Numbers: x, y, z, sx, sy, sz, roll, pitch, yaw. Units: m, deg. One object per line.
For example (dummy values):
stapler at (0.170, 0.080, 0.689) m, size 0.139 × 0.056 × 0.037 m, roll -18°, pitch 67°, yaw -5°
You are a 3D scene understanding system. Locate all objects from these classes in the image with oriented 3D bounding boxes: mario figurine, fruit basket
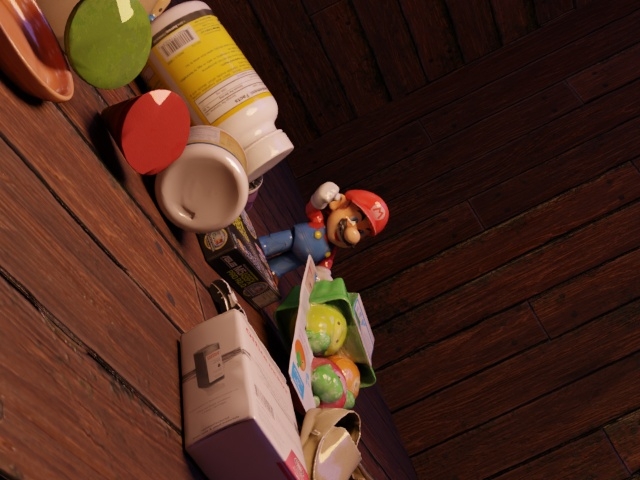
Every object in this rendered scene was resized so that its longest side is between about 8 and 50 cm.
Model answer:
mario figurine at (0.000, 0.000, 1.918) m, size 0.170 × 0.321 × 0.198 m, roll 65°, pitch 5°, yaw 24°
fruit basket at (0.017, 0.249, 1.697) m, size 0.353 × 0.166 × 0.327 m, roll -92°, pitch 165°, yaw -58°

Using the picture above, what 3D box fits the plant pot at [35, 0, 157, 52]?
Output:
plant pot at (-0.333, -0.425, 1.320) m, size 0.284 × 0.191 × 0.284 m, roll 63°, pitch 5°, yaw -10°

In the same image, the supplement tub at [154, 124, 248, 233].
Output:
supplement tub at (-0.190, -0.106, 1.447) m, size 0.144 × 0.144 × 0.199 m, roll 62°, pitch 4°, yaw -20°

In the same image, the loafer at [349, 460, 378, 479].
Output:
loafer at (0.074, 0.479, 1.817) m, size 0.148 × 0.050 × 0.056 m, roll 49°, pitch -2°, yaw 10°

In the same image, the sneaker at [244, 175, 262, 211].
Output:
sneaker at (-0.232, -0.172, 1.871) m, size 0.283 × 0.107 × 0.124 m, roll 56°, pitch -30°, yaw 23°

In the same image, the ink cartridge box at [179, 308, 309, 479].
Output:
ink cartridge box at (-0.094, 0.211, 1.081) m, size 0.158 × 0.092 × 0.218 m, roll 61°, pitch 7°, yaw -30°

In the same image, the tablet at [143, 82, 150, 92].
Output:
tablet at (-0.333, -0.294, 1.775) m, size 0.054 × 0.006 × 0.083 m, roll 63°, pitch 4°, yaw -11°

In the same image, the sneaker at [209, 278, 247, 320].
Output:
sneaker at (-0.142, 0.113, 1.435) m, size 0.043 × 0.040 × 0.109 m, roll 58°, pitch 7°, yaw -69°

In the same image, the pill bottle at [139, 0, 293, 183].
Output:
pill bottle at (-0.203, -0.273, 1.705) m, size 0.334 × 0.188 × 0.188 m, roll 55°, pitch 4°, yaw 1°

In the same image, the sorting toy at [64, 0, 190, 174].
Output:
sorting toy at (-0.300, -0.253, 1.180) m, size 0.126 × 0.127 × 0.365 m, roll 21°, pitch -34°, yaw 38°

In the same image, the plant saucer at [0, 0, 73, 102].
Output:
plant saucer at (-0.354, -0.244, 1.025) m, size 0.199 × 0.037 × 0.200 m, roll 63°, pitch 3°, yaw -7°

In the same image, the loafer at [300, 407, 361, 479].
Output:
loafer at (0.013, 0.345, 1.407) m, size 0.101 × 0.092 × 0.268 m, roll 62°, pitch 16°, yaw -22°

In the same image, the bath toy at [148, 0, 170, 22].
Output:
bath toy at (-0.396, -0.527, 1.680) m, size 0.348 × 0.152 × 0.128 m, roll 48°, pitch 52°, yaw -73°

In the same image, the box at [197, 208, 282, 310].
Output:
box at (-0.171, -0.011, 1.676) m, size 0.216 × 0.060 × 0.270 m, roll 67°, pitch 5°, yaw 28°
